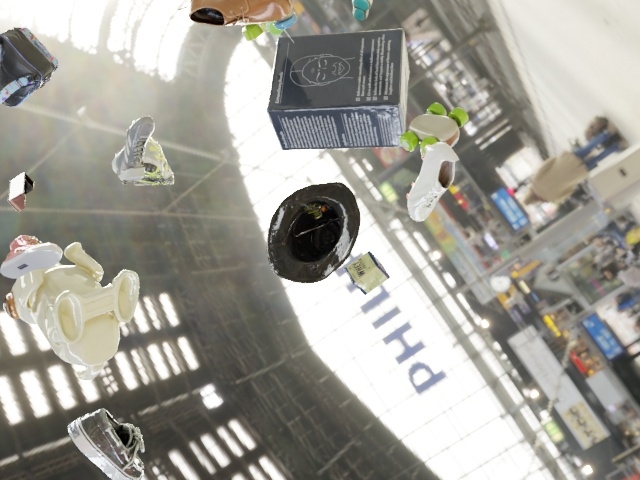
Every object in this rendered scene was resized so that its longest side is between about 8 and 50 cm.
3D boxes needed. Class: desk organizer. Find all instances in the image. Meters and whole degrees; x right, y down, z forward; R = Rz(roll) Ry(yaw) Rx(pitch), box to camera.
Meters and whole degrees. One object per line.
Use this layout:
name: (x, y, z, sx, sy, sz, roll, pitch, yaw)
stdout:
desk organizer: (-0.842, -0.137, 2.158, 0.047, 0.050, 0.130, 56, -177, -36)

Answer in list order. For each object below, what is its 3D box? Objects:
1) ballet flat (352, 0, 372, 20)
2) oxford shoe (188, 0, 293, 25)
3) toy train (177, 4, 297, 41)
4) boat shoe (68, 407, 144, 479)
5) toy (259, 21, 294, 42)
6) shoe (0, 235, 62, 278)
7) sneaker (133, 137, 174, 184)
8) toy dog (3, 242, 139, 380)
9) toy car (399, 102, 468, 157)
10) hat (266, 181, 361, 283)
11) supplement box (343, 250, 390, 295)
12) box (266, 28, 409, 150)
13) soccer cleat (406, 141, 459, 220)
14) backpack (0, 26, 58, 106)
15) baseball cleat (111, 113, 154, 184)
ballet flat: (0.117, -0.664, 2.132, 0.057, 0.052, 0.168, 24, 177, -3)
oxford shoe: (-0.160, -0.454, 1.529, 0.076, 0.212, 0.076, -86, -9, -45)
toy train: (-0.182, -0.516, 1.743, 0.143, 0.248, 0.105, 64, 178, -31)
boat shoe: (-0.463, 0.472, 1.770, 0.113, 0.105, 0.306, 51, 170, 42)
toy: (-0.160, -0.624, 2.144, 0.137, 0.056, 0.237, 43, -173, -35)
shoe: (-0.631, 0.021, 1.686, 0.063, 0.178, 0.081, 41, -139, -42)
sneaker: (-0.581, -0.272, 2.626, 0.385, 0.145, 0.147, 147, 118, -79)
toy dog: (-0.776, 0.192, 2.343, 0.408, 0.395, 0.284, 23, -142, 35)
toy car: (0.330, -0.255, 2.116, 0.149, 0.155, 0.188, 24, 152, 43)
hat: (0.000, 0.000, 2.163, 0.134, 0.331, 0.331, 48, -166, -48)
supplement box: (0.120, 0.084, 1.969, 0.083, 0.083, 0.056, 44, -168, -52)
box: (0.062, -0.453, 2.326, 0.212, 0.395, 0.293, 70, -157, -59)
soccer cleat: (0.230, -0.110, 1.575, 0.068, 0.196, 0.076, -15, -134, -30)
backpack: (-0.776, -0.432, 1.940, 0.158, 0.173, 0.117, 46, -145, -16)
baseball cleat: (-0.471, -0.227, 1.987, 0.072, 0.206, 0.109, -11, -118, -43)
